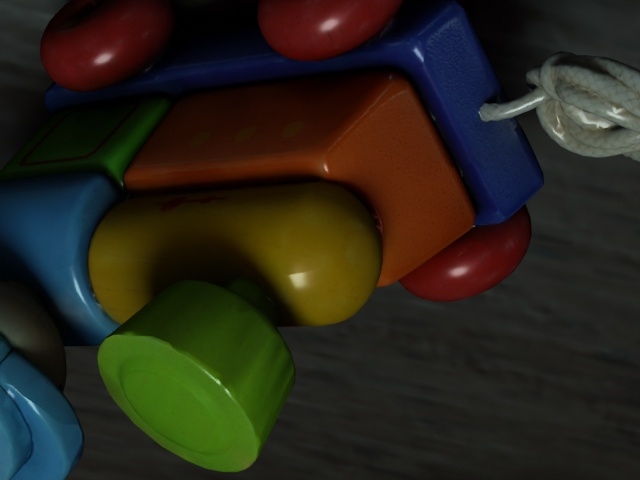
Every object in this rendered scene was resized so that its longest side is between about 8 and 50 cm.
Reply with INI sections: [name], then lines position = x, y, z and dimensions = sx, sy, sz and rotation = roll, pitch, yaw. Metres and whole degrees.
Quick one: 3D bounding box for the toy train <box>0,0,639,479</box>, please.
[toy train]
position = 0.000, 0.000, 0.499
dimensions = 0.248, 0.143, 0.105
rotation = -3, 128, 41
